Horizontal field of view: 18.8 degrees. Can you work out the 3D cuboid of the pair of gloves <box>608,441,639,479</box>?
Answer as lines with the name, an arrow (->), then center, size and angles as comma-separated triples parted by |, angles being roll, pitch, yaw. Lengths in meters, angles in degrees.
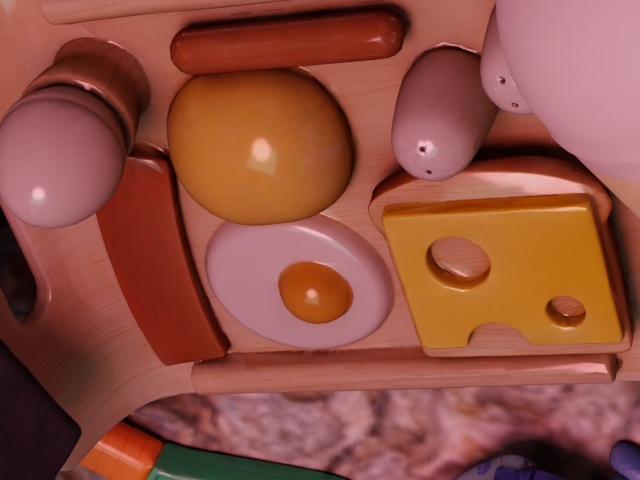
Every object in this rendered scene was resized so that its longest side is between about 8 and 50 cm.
pair of gloves -> 0.187, 0.151, 0.829 | 0.159, 0.023, 0.198 | 17, 133, 5

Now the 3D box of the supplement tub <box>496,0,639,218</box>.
supplement tub -> 0.196, -0.059, 0.504 | 0.325, 0.235, 0.235 | 42, 130, -17

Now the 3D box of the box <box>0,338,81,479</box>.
box -> -0.444, 0.047, 0.740 | 0.480, 0.297, 0.472 | -14, 125, 40

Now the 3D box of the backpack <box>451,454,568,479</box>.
backpack -> 0.063, 0.197, 0.782 | 0.117, 0.173, 0.158 | 39, 131, -15

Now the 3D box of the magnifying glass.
magnifying glass -> -0.057, 0.116, 0.884 | 0.231, 0.026, 0.092 | 29, 132, -5

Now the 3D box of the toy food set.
toy food set -> 0.000, 0.000, 0.719 | 0.306, 0.092, 0.219 | -3, 127, 22
